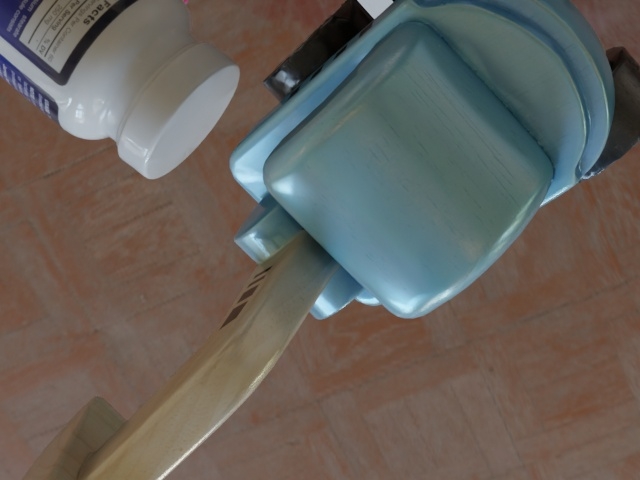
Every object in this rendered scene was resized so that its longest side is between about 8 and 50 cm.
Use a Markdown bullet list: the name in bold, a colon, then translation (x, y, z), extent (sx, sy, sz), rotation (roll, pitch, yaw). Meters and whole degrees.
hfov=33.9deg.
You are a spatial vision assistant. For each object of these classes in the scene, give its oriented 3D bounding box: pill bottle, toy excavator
- **pill bottle**: translation (-0.207, -0.182, 0.900), extent (0.264, 0.153, 0.153), rotation (40, 109, 6)
- **toy excavator**: translation (0.000, 0.000, 0.765), extent (0.222, 0.445, 0.433), rotation (47, 128, -10)

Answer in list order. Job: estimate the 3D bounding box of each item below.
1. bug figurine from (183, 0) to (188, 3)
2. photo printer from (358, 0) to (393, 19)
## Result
- **bug figurine**: translation (-0.254, -0.349, 1.455), extent (0.216, 0.279, 0.072), rotation (-40, 151, 31)
- **photo printer**: translation (0.071, -0.404, 1.232), extent (0.107, 0.256, 0.307), rotation (-29, 110, -15)
